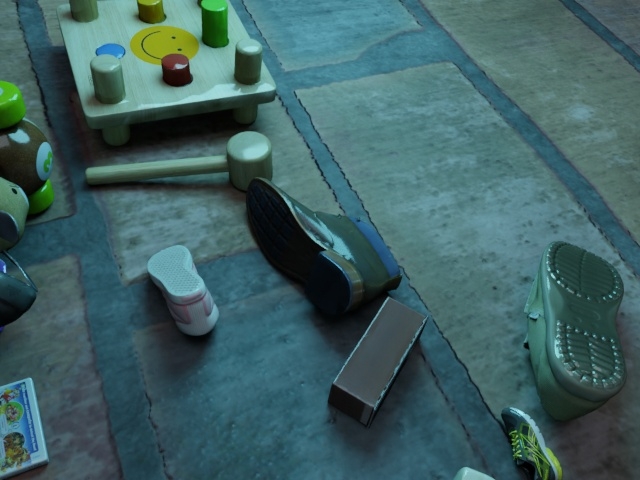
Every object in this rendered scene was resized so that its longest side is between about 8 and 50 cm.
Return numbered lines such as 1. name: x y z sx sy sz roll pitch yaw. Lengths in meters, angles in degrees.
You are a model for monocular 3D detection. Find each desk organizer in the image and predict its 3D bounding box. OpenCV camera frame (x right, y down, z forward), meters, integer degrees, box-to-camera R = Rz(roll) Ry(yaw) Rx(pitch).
1. desk organizer: 0.062 0.125 0.647 0.050 0.047 0.130 28 52 15

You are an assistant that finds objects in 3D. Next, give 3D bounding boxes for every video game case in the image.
1. video game case: -0.319 0.183 0.554 0.121 0.011 0.087 -16 56 -21

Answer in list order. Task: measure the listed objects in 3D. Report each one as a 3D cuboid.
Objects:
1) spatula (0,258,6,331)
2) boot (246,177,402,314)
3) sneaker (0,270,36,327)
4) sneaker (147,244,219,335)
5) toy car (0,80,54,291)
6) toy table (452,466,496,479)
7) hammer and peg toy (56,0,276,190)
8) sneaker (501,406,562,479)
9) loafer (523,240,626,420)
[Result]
1. spatula: -0.343 0.131 0.566 0.084 0.030 0.297 -8 44 -16
2. boot: 0.000 0.000 0.735 0.106 0.082 0.219 -7 46 -43
3. sneaker: -0.365 0.109 0.516 0.281 0.106 0.163 -10 59 27
4. sneaker: -0.149 0.058 0.668 0.050 0.070 0.134 -25 30 -16
5. toy car: -0.330 -0.041 0.628 0.148 0.155 0.188 -26 56 -27
6. toy table: 0.064 0.302 0.435 0.251 0.161 0.275 11 52 -1
7. hammer and peg toy: -0.204 -0.223 0.823 0.265 0.127 0.362 -13 55 -19
8. sneaker: 0.207 0.208 0.617 0.035 0.031 0.083 -20 58 -23
9. loafer: 0.275 0.093 0.688 0.101 0.092 0.268 26 36 9
